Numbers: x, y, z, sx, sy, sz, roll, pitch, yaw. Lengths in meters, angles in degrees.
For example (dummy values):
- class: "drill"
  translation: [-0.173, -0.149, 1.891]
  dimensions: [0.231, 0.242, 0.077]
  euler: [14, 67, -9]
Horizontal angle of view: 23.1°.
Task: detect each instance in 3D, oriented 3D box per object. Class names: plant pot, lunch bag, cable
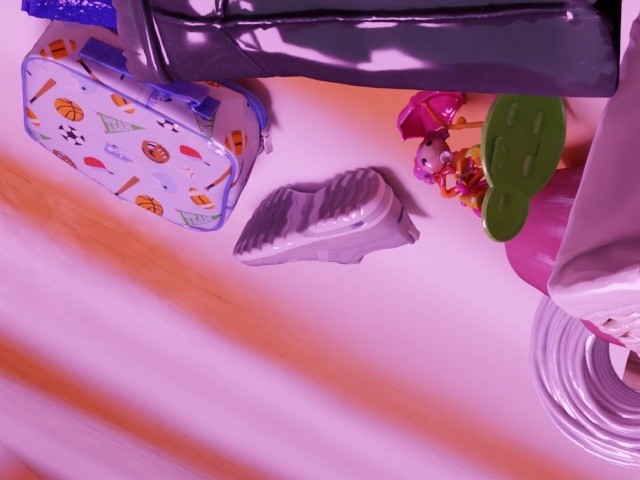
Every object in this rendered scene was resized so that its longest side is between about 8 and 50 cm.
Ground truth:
- class: "plant pot"
  translation: [0.296, 0.000, 1.618]
  dimensions: [0.180, 0.201, 0.201]
  euler: [16, 155, 52]
- class: "lunch bag"
  translation: [-0.206, -0.144, 1.861]
  dimensions: [0.303, 0.115, 0.243]
  euler: [25, 150, 3]
- class: "cable"
  translation: [0.363, 0.131, 1.749]
  dimensions: [0.257, 0.089, 0.257]
  euler: [-2, 99, 30]

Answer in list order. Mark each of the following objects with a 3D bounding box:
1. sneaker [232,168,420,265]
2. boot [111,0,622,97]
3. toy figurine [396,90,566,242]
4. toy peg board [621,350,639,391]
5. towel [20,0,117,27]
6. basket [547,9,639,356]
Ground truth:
- class: "sneaker"
  translation: [0.000, 0.000, 1.938]
  dimensions: [0.115, 0.105, 0.281]
  euler: [42, 148, -28]
- class: "boot"
  translation: [0.031, -0.286, 1.322]
  dimensions: [0.445, 0.146, 0.367]
  euler: [4, 135, 18]
- class: "toy figurine"
  translation: [0.147, -0.096, 1.618]
  dimensions: [0.130, 0.173, 0.159]
  euler: [10, -176, -45]
- class: "toy peg board"
  translation: [0.452, 0.151, 1.870]
  dimensions: [0.161, 0.079, 0.160]
  euler: [21, 168, 14]
- class: "towel"
  translation: [-0.210, -0.313, 1.566]
  dimensions: [0.227, 0.076, 0.308]
  euler: [12, 152, 0]
- class: "basket"
  translation: [0.413, -0.047, 1.269]
  dimensions: [0.266, 0.331, 0.328]
  euler: [36, 150, -22]
